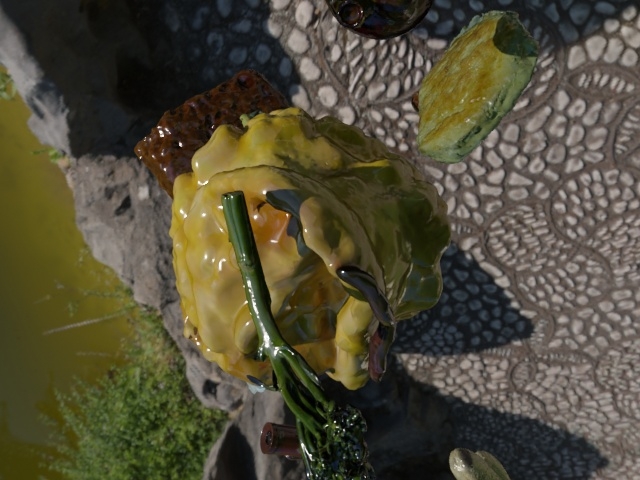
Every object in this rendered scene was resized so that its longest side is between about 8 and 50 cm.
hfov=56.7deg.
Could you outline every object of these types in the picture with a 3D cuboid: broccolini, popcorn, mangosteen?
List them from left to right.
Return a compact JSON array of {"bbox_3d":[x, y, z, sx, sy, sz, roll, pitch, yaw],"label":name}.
[{"bbox_3d":[-0.025,0.077,0.443,0.062,0.272,0.123,-14,166,-33],"label":"broccolini"},{"bbox_3d":[-0.004,0.017,0.674,0.348,0.381,0.349,-3,103,-14],"label":"popcorn"},{"bbox_3d":[0.090,-0.477,1.095,0.231,0.289,0.231,20,133,23],"label":"mangosteen"}]

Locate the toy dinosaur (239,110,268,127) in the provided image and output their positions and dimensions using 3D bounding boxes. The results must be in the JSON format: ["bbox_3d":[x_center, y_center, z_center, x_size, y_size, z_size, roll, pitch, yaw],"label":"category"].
[{"bbox_3d":[-0.066,-0.117,1.029,0.259,0.094,0.153,32,89,18],"label":"toy dinosaur"}]

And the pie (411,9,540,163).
[{"bbox_3d":[0.398,-0.388,1.524,0.180,0.418,0.395,29,121,-17],"label":"pie"}]

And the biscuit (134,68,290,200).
[{"bbox_3d":[-0.218,-0.226,1.509,0.343,0.395,0.166,51,161,0],"label":"biscuit"}]

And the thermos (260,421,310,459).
[{"bbox_3d":[-0.061,0.620,1.831,0.232,0.099,0.124,15,139,-23],"label":"thermos"}]

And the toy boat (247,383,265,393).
[{"bbox_3d":[-0.163,0.328,1.845,0.100,0.290,0.199,39,159,-22],"label":"toy boat"}]

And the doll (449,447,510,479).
[{"bbox_3d":[0.281,0.444,0.972,0.149,0.175,0.278,-6,136,43],"label":"doll"}]
